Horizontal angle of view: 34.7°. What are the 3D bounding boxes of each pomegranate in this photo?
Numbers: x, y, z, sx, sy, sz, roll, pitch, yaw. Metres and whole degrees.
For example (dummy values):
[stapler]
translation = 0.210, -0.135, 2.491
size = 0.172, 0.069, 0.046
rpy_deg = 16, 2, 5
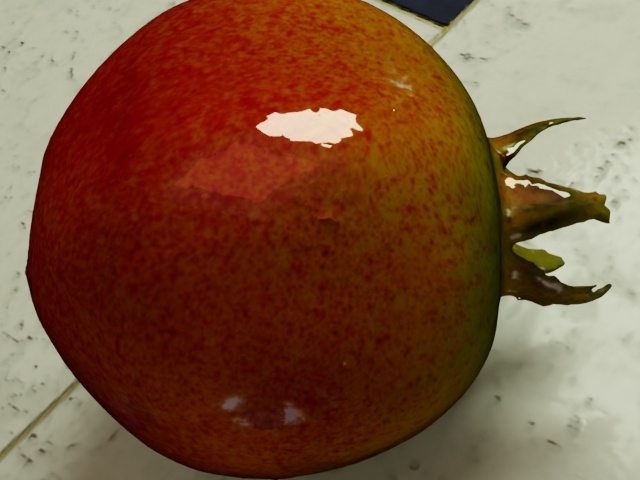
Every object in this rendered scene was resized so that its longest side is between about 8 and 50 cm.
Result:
[pomegranate]
translation = 0.000, 0.000, 0.465
size = 0.257, 0.221, 0.220
rpy_deg = -3, 53, 3
